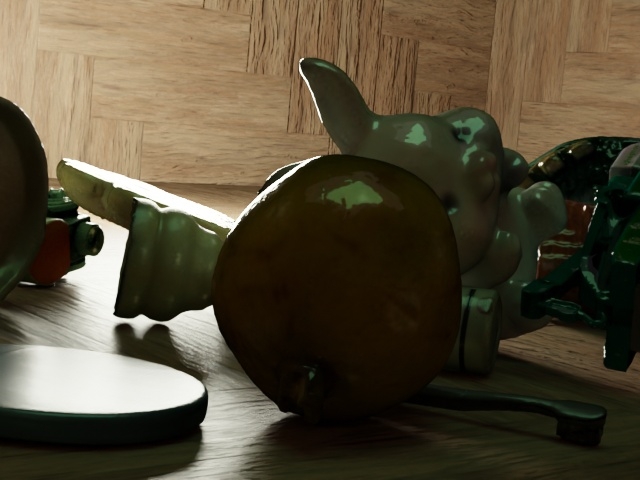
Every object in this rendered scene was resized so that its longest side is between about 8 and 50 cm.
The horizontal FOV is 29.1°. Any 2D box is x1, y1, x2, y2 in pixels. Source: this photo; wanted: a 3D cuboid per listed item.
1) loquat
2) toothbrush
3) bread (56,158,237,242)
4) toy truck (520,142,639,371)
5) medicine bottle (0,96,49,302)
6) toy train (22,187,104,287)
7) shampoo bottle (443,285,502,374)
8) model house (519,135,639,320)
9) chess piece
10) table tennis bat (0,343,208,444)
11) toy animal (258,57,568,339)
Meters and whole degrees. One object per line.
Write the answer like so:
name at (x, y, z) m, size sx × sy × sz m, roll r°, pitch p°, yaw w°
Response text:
loquat at (0.011, 0.048, 0.967) m, size 0.213 × 0.213 × 0.246 m, roll 6°, pitch 37°, yaw 11°
toothbrush at (0.093, 0.132, 1.037) m, size 0.297 × 0.031 × 0.030 m, roll 7°, pitch 15°, yaw 25°
bread at (-0.185, -0.028, 1.527) m, size 0.316 × 0.054 × 0.316 m, roll 22°, pitch 3°, yaw -1°
toy truck at (0.362, 0.005, 1.324) m, size 0.178 × 0.177 × 0.363 m, roll 14°, pitch 32°, yaw 27°
medicine bottle at (-0.530, -0.063, 1.349) m, size 0.406 × 0.236 × 0.235 m, roll 9°, pitch 7°, yaw 23°
toy train at (-0.424, -0.007, 1.566) m, size 0.285 × 0.116 × 0.177 m, roll 8°, pitch 19°, yaw 21°
shampoo bottle at (0.048, 0.076, 1.245) m, size 0.262 × 0.085 × 0.085 m, roll 7°, pitch 6°, yaw 16°
model house at (0.389, 0.000, 1.613) m, size 0.294 × 0.252 × 0.329 m, roll 6°, pitch 12°, yaw 8°
chess piece at (-0.097, 0.040, 1.348) m, size 0.243 × 0.133 × 0.133 m, roll 11°, pitch 5°, yaw -10°
table tennis bat at (-0.242, 0.104, 0.954) m, size 0.329 × 0.044 × 0.215 m, roll 10°, pitch 9°, yaw 22°
toy animal at (0.092, -0.034, 1.311) m, size 0.241 × 0.196 × 0.367 m, roll -11°, pitch -35°, yaw 31°
